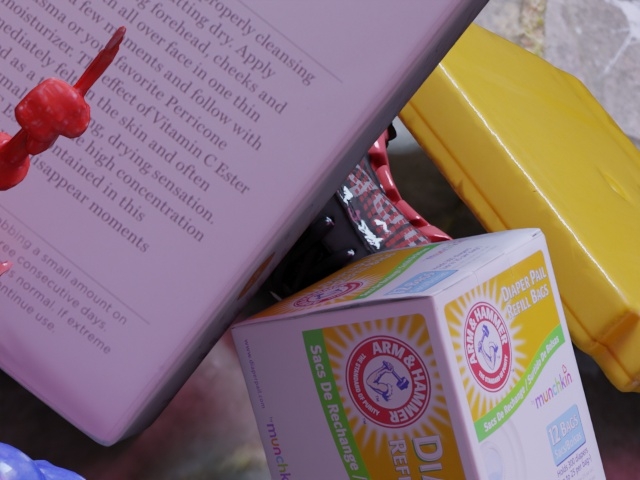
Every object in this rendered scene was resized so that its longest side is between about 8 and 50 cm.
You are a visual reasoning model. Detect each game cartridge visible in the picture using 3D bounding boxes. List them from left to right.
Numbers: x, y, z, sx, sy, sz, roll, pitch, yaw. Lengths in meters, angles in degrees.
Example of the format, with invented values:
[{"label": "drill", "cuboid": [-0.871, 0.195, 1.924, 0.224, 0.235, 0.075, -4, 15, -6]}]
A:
[{"label": "game cartridge", "cuboid": [0.161, -0.017, 1.189, 0.285, 0.052, 0.323, 54, 20, 25]}]

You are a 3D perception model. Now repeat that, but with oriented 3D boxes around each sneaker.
[{"label": "sneaker", "cuboid": [0.000, 0.000, 1.038, 0.135, 0.097, 0.276, 10, 39, -38]}]

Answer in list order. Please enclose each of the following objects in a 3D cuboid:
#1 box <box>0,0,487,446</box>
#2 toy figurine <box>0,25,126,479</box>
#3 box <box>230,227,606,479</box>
[{"label": "box", "cuboid": [-0.038, -0.100, 0.839, 0.168, 0.345, 0.215, 39, -4, 1]}, {"label": "toy figurine", "cuboid": [-0.126, 0.121, 0.559, 0.217, 0.191, 0.362, 52, 35, -6]}, {"label": "box", "cuboid": [0.055, 0.109, 0.857, 0.114, 0.103, 0.203, -24, 102, -56]}]
